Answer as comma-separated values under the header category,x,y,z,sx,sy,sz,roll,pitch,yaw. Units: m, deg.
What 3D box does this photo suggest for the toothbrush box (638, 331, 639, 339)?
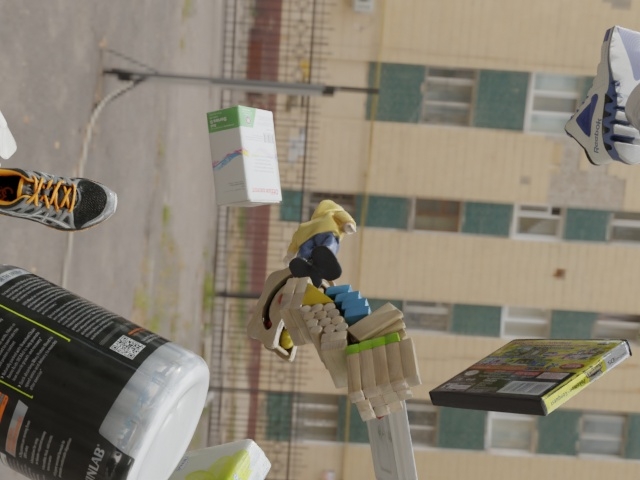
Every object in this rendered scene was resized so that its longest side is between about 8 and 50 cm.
category,x,y,z,sx,sy,sz,roll,pitch,yaw
toothbrush box,0.789,0.133,1.979,0.206,0.122,0.283,-85,-168,-71

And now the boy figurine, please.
category,x,y,z,sx,sy,sz,roll,pitch,yaw
boy figurine,0.000,0.000,2.023,0.092,0.177,0.285,56,18,-16

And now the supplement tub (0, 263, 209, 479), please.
category,x,y,z,sx,sy,sz,roll,pitch,yaw
supplement tub,-0.317,0.159,1.095,0.207,0.338,0.207,-61,169,-21

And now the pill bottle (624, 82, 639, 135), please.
category,x,y,z,sx,sy,sz,roll,pitch,yaw
pill bottle,0.721,-0.213,1.864,0.264,0.153,0.153,-119,-154,-49

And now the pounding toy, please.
category,x,y,z,sx,sy,sz,roll,pitch,yaw
pounding toy,-0.033,0.148,2.115,0.155,0.154,0.269,44,57,-39

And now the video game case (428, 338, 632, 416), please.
category,x,y,z,sx,sy,sz,roll,pitch,yaw
video game case,0.373,0.239,1.714,0.275,0.248,0.035,-8,-77,55

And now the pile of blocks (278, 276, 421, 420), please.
category,x,y,z,sx,sy,sz,roll,pitch,yaw
pile of blocks,0.058,0.170,1.527,0.362,0.149,0.112,43,-21,53

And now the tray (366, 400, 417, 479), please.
category,x,y,z,sx,sy,sz,roll,pitch,yaw
tray,0.127,0.375,1.867,0.145,0.030,0.270,5,-74,62

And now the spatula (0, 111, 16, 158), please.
category,x,y,z,sx,sy,sz,roll,pitch,yaw
spatula,-0.447,-0.185,1.141,0.168,0.019,0.242,-76,146,-59

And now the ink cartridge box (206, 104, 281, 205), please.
category,x,y,z,sx,sy,sz,roll,pitch,yaw
ink cartridge box,-0.169,-0.183,2.136,0.154,0.093,0.212,-3,84,-64

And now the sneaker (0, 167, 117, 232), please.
category,x,y,z,sx,sy,sz,roll,pitch,yaw
sneaker,-0.406,-0.063,1.392,0.083,0.215,0.084,119,-25,-76

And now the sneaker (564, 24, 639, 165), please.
category,x,y,z,sx,sy,sz,roll,pitch,yaw
sneaker,0.617,-0.301,2.093,0.182,0.127,0.315,-20,-119,61

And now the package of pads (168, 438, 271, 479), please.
category,x,y,z,sx,sy,sz,roll,pitch,yaw
package of pads,-0.272,0.556,2.085,0.101,0.296,0.229,59,34,-18
